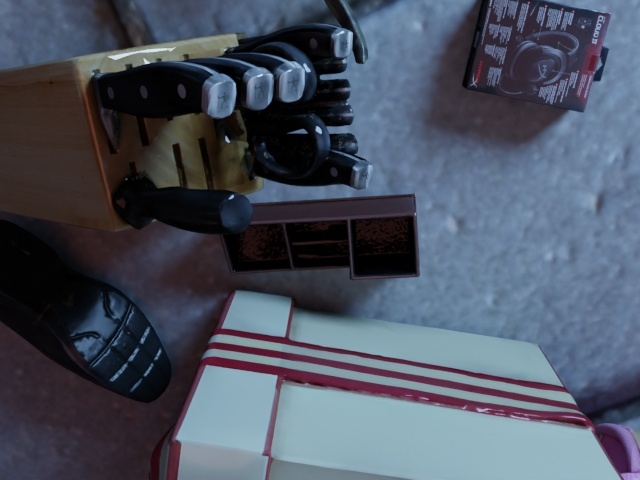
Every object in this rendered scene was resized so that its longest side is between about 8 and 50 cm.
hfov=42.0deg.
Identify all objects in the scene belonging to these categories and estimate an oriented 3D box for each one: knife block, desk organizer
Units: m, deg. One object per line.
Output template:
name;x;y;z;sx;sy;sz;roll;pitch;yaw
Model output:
knife block;-0.112;-0.056;0.443;0.276;0.242;0.088;-7;104;6
desk organizer;0.000;0.000;0.550;0.130;0.050;0.047;-3;105;5

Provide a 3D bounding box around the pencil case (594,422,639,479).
pencil case;0.326;0.237;0.514;0.386;0.160;0.167;16;107;-1

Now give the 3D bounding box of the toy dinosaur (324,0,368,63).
toy dinosaur;0.012;-0.236;0.450;0.064;0.118;0.268;0;106;4

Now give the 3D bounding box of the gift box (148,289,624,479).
gift box;0.006;0.200;0.500;0.258;0.255;0.276;10;99;-1

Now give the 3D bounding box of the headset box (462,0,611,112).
headset box;0.137;-0.117;0.518;0.083;0.032;0.062;11;106;0

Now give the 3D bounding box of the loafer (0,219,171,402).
loafer;-0.178;0.054;0.581;0.170;0.062;0.061;45;142;-15
